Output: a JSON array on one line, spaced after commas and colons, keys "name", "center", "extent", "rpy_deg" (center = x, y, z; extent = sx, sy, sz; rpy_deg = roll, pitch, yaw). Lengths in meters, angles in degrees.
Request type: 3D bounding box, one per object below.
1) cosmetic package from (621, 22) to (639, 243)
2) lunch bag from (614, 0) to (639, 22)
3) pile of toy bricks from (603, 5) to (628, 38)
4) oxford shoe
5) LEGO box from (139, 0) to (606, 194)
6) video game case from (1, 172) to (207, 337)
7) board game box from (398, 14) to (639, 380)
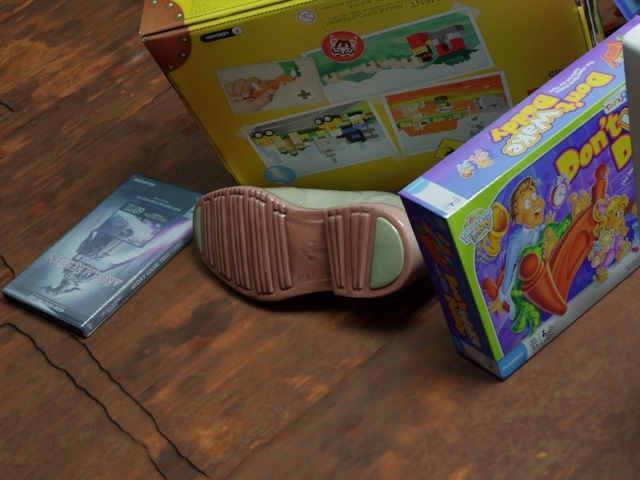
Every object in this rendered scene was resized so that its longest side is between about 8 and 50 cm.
[{"name": "cosmetic package", "center": [0.488, -0.039, 0.971], "extent": [0.327, 0.393, 0.329], "rpy_deg": [-35, 46, -16]}, {"name": "lunch bag", "center": [0.474, -0.340, 1.473], "extent": [0.221, 0.138, 0.293], "rpy_deg": [-36, 81, -17]}, {"name": "pile of toy bricks", "center": [0.484, -0.304, 1.599], "extent": [0.212, 0.118, 0.105], "rpy_deg": [-27, 62, -32]}, {"name": "oxford shoe", "center": [0.000, 0.000, 1.470], "extent": [0.397, 0.140, 0.147], "rpy_deg": [10, 16, 43]}, {"name": "LEGO box", "center": [0.087, -0.243, 1.463], "extent": [0.501, 0.372, 0.193], "rpy_deg": [-10, 52, 17]}, {"name": "video game case", "center": [-0.292, 0.013, 1.663], "extent": [0.196, 0.026, 0.274], "rpy_deg": [17, 51, 42]}, {"name": "board game box", "center": [0.266, -0.047, 1.263], "extent": [0.347, 0.233, 0.078], "rpy_deg": [-37, 38, -17]}]
